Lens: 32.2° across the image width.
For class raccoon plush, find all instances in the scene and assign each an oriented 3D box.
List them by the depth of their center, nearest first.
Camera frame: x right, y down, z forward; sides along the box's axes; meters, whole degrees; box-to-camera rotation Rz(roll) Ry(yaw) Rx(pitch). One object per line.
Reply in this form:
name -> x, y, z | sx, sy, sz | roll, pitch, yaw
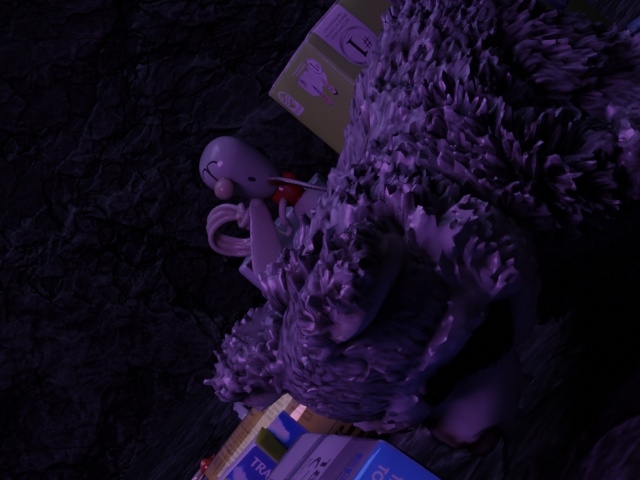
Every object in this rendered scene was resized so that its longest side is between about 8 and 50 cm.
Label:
raccoon plush -> 0.022, -0.071, 0.719 | 0.299, 0.446, 0.216 | -13, -38, -32

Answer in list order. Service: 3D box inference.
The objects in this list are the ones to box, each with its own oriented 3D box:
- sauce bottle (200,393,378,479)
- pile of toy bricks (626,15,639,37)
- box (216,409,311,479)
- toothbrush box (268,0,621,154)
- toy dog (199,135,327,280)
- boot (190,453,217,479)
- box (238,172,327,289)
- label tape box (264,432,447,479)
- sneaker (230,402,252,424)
sauce bottle -> 0.018, 0.135, 1.024 | 0.344, 0.111, 0.111 | -53, 5, -2
pile of toy bricks -> 0.301, -0.139, 0.721 | 0.212, 0.118, 0.105 | -35, 45, 38
box -> -0.052, 0.241, 0.921 | 0.178, 0.109, 0.042 | -49, 1, 16
toothbrush box -> 0.135, -0.123, 0.941 | 0.206, 0.283, 0.122 | -53, 4, -22
toy dog -> 0.000, 0.000, 1.406 | 0.161, 0.334, 0.220 | -82, 2, -49
boot -> -0.093, 0.268, 1.271 | 0.158, 0.085, 0.059 | -47, 4, 23
box -> 0.006, 0.027, 1.629 | 0.182, 0.181, 0.119 | -49, 5, 6
label tape box -> -0.009, 0.231, 0.613 | 0.240, 0.106, 0.334 | -52, 5, -15
sneaker -> -0.051, 0.195, 1.438 | 0.097, 0.084, 0.234 | -48, 5, 9
